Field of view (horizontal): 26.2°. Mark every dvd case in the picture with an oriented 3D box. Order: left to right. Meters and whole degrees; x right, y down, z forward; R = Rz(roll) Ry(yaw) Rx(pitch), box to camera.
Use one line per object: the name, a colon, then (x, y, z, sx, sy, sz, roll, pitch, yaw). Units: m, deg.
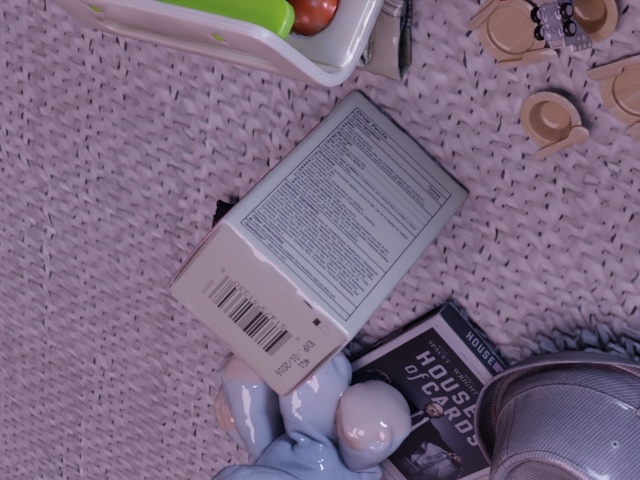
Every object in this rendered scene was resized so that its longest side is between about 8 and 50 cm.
dvd case: (0.112, 0.176, 1.426, 0.179, 0.029, 0.238, 49, 139, -5)

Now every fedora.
fedora: (0.260, 0.228, 1.258, 0.275, 0.124, 0.243, 40, 135, -12)

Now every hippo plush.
hippo plush: (-0.058, 0.261, 1.429, 0.234, 0.236, 0.294, 25, 137, 21)

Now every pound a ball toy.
pound a ball toy: (-0.050, -0.243, 1.092, 0.319, 0.208, 0.135, 18, 173, 38)

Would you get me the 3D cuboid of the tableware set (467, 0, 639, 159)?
tableware set: (0.205, -0.144, 1.124, 0.141, 0.020, 0.169, -20, 110, 43)

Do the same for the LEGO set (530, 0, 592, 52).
LEGO set: (0.168, -0.262, 1.041, 0.182, 0.060, 0.244, 48, 135, 20)

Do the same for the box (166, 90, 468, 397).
box: (0.000, 0.000, 1.227, 0.148, 0.232, 0.127, 43, 137, 0)

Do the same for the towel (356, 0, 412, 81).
towel: (-0.065, -0.301, 1.172, 0.324, 0.056, 0.312, 17, 131, 23)

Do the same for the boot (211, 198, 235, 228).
boot: (-0.065, -0.020, 1.397, 0.099, 0.045, 0.121, 18, 132, 28)
